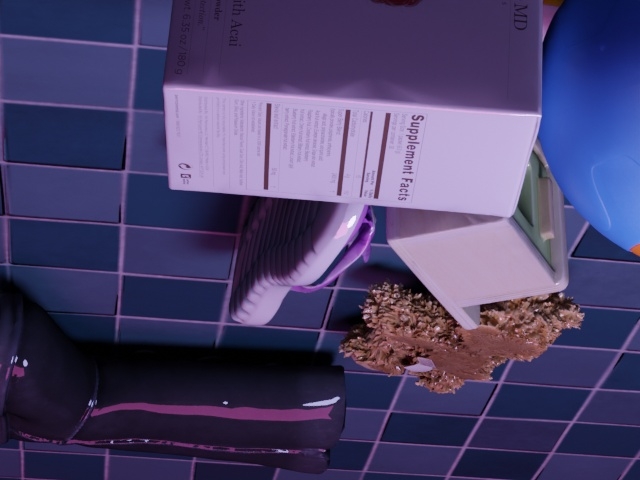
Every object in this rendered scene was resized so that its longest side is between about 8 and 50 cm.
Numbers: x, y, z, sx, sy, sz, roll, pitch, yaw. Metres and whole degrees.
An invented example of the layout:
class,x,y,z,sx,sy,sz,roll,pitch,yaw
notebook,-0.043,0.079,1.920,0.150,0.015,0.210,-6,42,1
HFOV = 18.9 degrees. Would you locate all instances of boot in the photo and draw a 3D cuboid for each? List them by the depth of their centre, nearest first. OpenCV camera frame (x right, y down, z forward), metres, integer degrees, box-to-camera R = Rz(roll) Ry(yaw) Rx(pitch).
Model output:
class,x,y,z,sx,sy,sz,roll,pitch,yaw
boot,-0.183,0.183,2.344,0.445,0.146,0.367,9,163,-7

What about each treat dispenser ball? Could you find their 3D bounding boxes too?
class,x,y,z,sx,sy,sz,roll,pitch,yaw
treat dispenser ball,0.318,-0.117,1.559,0.288,0.288,0.288,1,154,1

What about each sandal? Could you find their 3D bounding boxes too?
class,x,y,z,sx,sy,sz,roll,pitch,yaw
sandal,0.002,-0.015,1.936,0.102,0.169,0.416,12,164,-14

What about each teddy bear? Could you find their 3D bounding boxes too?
class,x,y,z,sx,sy,sz,roll,pitch,yaw
teddy bear,0.157,0.094,2.229,0.245,0.113,0.338,12,160,-6

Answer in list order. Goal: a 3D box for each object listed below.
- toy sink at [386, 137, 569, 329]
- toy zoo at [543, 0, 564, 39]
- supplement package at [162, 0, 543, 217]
class,x,y,z,sx,sy,sz,roll,pitch,yaw
toy sink,0.166,-0.028,1.904,0.131,0.153,0.234,-10,151,21
toy zoo,0.102,-0.223,1.645,0.293,0.030,0.192,5,153,-8
supplement package,0.027,-0.144,1.568,0.293,0.177,0.175,4,153,-1
